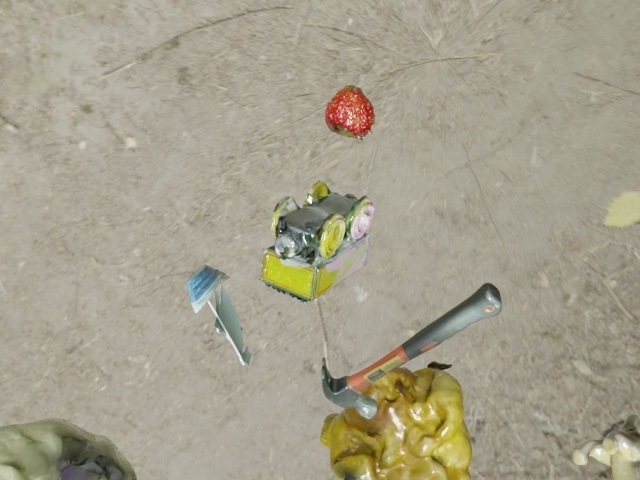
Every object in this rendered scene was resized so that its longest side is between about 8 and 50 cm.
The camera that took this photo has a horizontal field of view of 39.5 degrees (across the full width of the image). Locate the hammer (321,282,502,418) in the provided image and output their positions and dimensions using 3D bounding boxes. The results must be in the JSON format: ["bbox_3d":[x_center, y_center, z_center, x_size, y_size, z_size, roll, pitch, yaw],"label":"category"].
[{"bbox_3d":[0.107,0.132,1.070,0.111,0.033,0.287,31,131,-26],"label":"hammer"}]

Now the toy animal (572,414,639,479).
[{"bbox_3d":[0.531,0.415,1.481,0.233,0.168,0.121,65,146,22],"label":"toy animal"}]

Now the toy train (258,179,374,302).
[{"bbox_3d":[0.000,0.000,1.640,0.134,0.261,0.178,20,117,26],"label":"toy train"}]

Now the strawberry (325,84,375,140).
[{"bbox_3d":[0.057,-0.241,1.678,0.106,0.106,0.106,2,102,7],"label":"strawberry"}]

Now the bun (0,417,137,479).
[{"bbox_3d":[-0.356,0.359,1.185,0.168,0.273,0.273,-27,97,36],"label":"bun"}]

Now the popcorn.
[{"bbox_3d":[0.127,0.378,1.633,0.297,0.281,0.316,11,116,36],"label":"popcorn"}]

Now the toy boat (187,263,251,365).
[{"bbox_3d":[-0.127,0.091,1.203,0.034,0.105,0.149,-26,125,25],"label":"toy boat"}]
